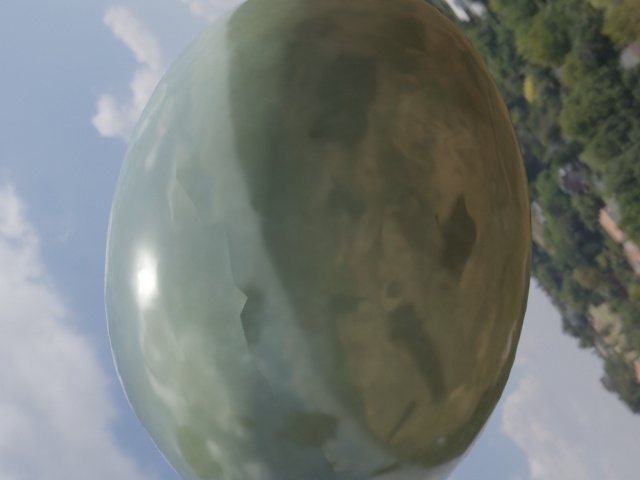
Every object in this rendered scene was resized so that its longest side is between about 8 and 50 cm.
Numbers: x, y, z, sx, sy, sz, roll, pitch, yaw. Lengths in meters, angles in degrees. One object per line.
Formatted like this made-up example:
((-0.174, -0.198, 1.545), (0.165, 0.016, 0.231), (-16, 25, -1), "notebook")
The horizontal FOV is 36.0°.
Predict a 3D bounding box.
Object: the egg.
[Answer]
((0.000, 0.000, 0.603), (0.258, 0.258, 0.352), (42, -139, -50), "egg")
